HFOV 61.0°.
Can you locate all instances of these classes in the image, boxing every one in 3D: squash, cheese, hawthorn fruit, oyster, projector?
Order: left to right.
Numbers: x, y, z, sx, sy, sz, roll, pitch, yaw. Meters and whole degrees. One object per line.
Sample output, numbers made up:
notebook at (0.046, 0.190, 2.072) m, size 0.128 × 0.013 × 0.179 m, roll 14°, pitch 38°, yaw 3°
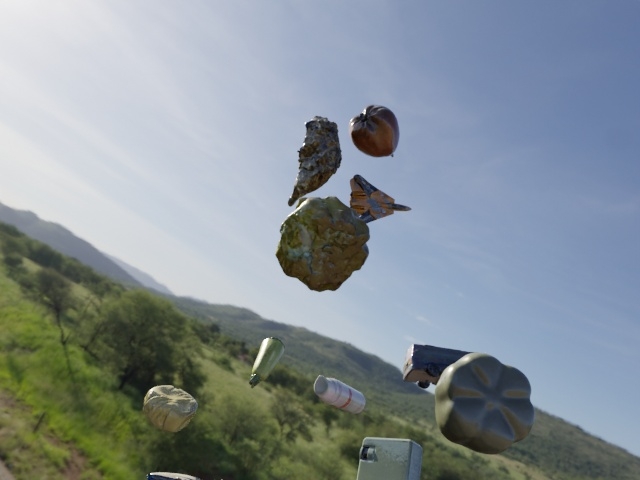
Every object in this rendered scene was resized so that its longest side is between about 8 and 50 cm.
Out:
cheese at (-0.638, 0.703, 2.300) m, size 0.214 × 0.117 × 0.226 m, roll 32°, pitch 9°, yaw 7°
squash at (-0.208, 0.457, 1.987) m, size 0.094 × 0.224 × 0.094 m, roll 8°, pitch -60°, yaw 13°
oyster at (-0.017, -0.321, 2.121) m, size 0.204 × 0.396 × 0.111 m, roll -5°, pitch -23°, yaw 41°
hawthorn fruit at (0.229, -0.408, 2.147) m, size 0.199 × 0.199 × 0.251 m, roll 12°, pitch -27°, yaw 46°
projector at (0.212, 0.762, 1.710) m, size 0.192 × 0.256 × 0.099 m, roll -11°, pitch -39°, yaw 35°

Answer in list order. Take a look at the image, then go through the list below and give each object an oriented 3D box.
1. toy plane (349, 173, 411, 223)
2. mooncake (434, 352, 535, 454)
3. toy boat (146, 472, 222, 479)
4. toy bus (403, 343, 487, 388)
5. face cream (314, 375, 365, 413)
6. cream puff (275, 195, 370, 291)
toy plane at (0.231, -0.139, 2.126) m, size 0.316 × 0.204 × 0.103 m, roll 5°, pitch -1°, yaw -44°
mooncake at (0.442, 0.434, 1.462) m, size 0.275 × 0.275 × 0.135 m, roll 26°, pitch -26°, yaw 1°
toy boat at (-0.284, 0.556, 1.198) m, size 0.210 × 0.066 × 0.084 m, roll 25°, pitch 30°, yaw -5°
toy bus at (0.447, 0.446, 1.907) m, size 0.317 × 0.138 × 0.112 m, roll 11°, pitch -43°, yaw -10°
face cream at (0.076, 0.624, 2.196) m, size 0.102 × 0.102 × 0.345 m, roll 17°, pitch -15°, yaw 34°
cream puff at (-0.001, -0.001, 1.499) m, size 0.282 × 0.282 × 0.185 m, roll 33°, pitch 16°, yaw -30°
